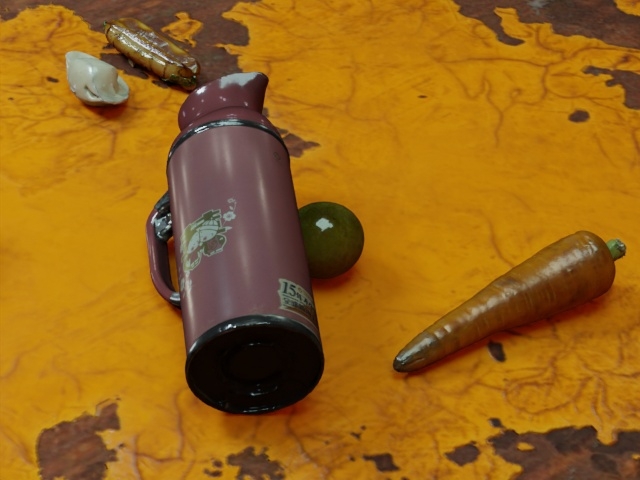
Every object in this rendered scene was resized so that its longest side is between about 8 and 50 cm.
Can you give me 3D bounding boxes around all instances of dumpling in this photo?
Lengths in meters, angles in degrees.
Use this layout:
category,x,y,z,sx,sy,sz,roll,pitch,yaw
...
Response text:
category,x,y,z,sx,sy,sz,roll,pitch,yaw
dumpling,-0.213,-0.155,1.712,0.059,0.043,0.077,-6,22,-44

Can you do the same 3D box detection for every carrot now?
category,x,y,z,sx,sy,sz,roll,pitch,yaw
carrot,0.160,0.057,1.517,0.257,0.061,0.061,-26,49,-24

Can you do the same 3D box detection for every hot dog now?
category,x,y,z,sx,sy,sz,roll,pitch,yaw
hot dog,-0.169,-0.186,1.766,0.122,0.037,0.049,37,34,23

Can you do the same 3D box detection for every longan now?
category,x,y,z,sx,sy,sz,roll,pitch,yaw
longan,0.000,0.000,1.545,0.075,0.075,0.083,-4,-1,-15

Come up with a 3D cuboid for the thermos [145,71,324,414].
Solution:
category,x,y,z,sx,sy,sz,roll,pitch,yaw
thermos,-0.076,-0.006,1.488,0.110,0.136,0.330,10,43,-19
